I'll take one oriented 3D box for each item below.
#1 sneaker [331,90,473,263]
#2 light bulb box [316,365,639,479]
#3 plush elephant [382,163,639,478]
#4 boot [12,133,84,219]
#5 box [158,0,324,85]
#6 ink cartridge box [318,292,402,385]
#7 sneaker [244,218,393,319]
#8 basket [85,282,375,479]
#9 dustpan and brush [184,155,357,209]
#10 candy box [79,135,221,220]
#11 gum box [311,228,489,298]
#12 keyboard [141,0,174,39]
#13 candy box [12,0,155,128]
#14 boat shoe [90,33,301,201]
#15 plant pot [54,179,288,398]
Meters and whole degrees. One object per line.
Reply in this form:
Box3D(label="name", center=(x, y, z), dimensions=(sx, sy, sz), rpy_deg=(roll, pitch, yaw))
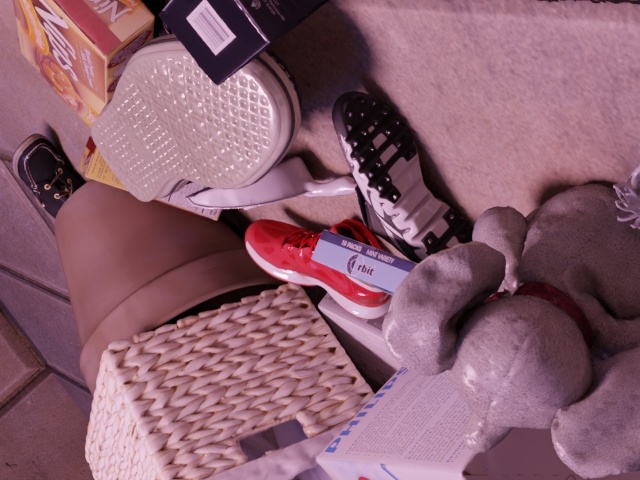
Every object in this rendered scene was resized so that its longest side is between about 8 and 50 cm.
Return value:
Box3D(label="sneaker", center=(0.070, -0.056, 1.449), dimensions=(0.234, 0.078, 0.106), rpy_deg=(53, 155, -20))
Box3D(label="light bulb box", center=(0.240, 0.308, 1.562), dimensions=(0.358, 0.225, 0.361), rpy_deg=(51, 157, -10))
Box3D(label="plush elephant", center=(0.205, 0.089, 1.205), dimensions=(0.272, 0.255, 0.330), rpy_deg=(39, 157, 19))
Box3D(label="boot", center=(-0.426, -0.076, 2.327), dimensions=(0.178, 0.085, 0.236), rpy_deg=(37, 163, 19))
Box3D(label="box", center=(-0.044, -0.237, 1.238), dimensions=(0.093, 0.158, 0.156), rpy_deg=(51, 158, -8))
Box3D(label="ink cartridge box", center=(0.089, 0.149, 1.833), dimensions=(0.145, 0.045, 0.179), rpy_deg=(25, 160, 42))
Box3D(label="sneaker", center=(0.000, 0.000, 1.698), dimensions=(0.221, 0.087, 0.128), rpy_deg=(24, 143, 21))
Box3D(label="basket", center=(-0.122, 0.279, 1.845), dimensions=(0.266, 0.328, 0.331), rpy_deg=(58, 151, 27))
Box3D(label="dustpan and brush", center=(-0.037, -0.065, 1.616), dimensions=(0.211, 0.147, 0.060), rpy_deg=(-15, 97, 36))
Box3D(label="candy box", center=(-0.225, -0.085, 1.827), dimensions=(0.186, 0.053, 0.109), rpy_deg=(20, -176, -18))
Box3D(label="gum box", center=(0.106, 0.051, 1.500), dimensions=(0.184, 0.041, 0.157), rpy_deg=(26, 177, -43))
Box3D(label="keyboard", center=(-0.217, -0.285, 1.662), dimensions=(0.108, 0.023, 0.180), rpy_deg=(25, 150, 43))
Box3D(label="candy box", center=(-0.306, -0.263, 1.744), dimensions=(0.183, 0.087, 0.316), rpy_deg=(46, 163, 5))
Box3D(label="boat shoe", center=(-0.127, -0.152, 1.540), dimensions=(0.187, 0.156, 0.500), rpy_deg=(57, 160, -8))
Box3D(label="plant pot", center=(-0.241, 0.049, 1.958), dimensions=(0.280, 0.323, 0.323), rpy_deg=(57, 163, 21))
